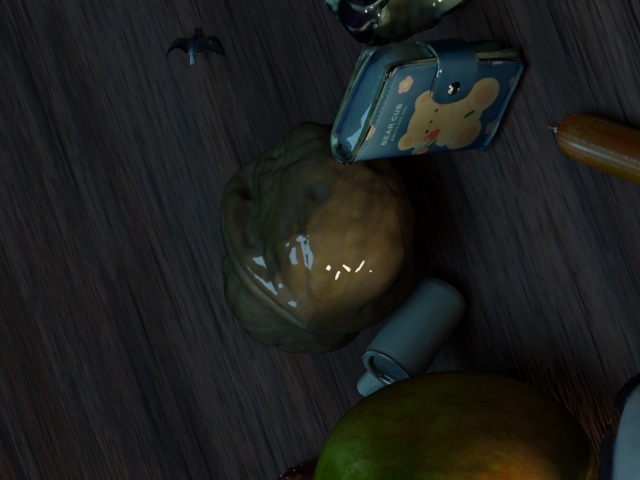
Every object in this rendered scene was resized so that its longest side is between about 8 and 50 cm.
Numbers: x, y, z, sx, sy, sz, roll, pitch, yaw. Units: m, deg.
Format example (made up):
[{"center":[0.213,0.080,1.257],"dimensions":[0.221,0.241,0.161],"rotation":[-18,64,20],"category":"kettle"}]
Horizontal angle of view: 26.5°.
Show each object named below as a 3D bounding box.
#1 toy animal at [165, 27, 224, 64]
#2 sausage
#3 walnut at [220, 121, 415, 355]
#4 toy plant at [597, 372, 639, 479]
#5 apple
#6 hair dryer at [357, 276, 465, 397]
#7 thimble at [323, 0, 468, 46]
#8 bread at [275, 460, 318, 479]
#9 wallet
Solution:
[{"center":[-0.169,-0.265,1.839],"dimensions":[0.084,0.050,0.028],"rotation":[-3,142,12],"category":"toy animal"},{"center":[0.366,-0.063,1.326],"dimensions":[0.347,0.053,0.053],"rotation":[25,122,39],"category":"sausage"},{"center":[-0.002,0.001,1.591],"dimensions":[0.273,0.227,0.273],"rotation":[-27,44,30],"category":"walnut"},{"center":[0.448,0.225,1.243],"dimensions":[0.332,0.247,0.247],"rotation":[-9,98,41],"category":"toy plant"},{"center":[0.149,0.312,1.479],"dimensions":[0.339,0.339,0.340],"rotation":[19,118,41],"category":"apple"},{"center":[0.097,0.144,1.669],"dimensions":[0.073,0.131,0.236],"rotation":[35,153,6],"category":"hair dryer"},{"center":[0.094,-0.321,1.403],"dimensions":[0.150,0.237,0.237],"rotation":[54,136,13],"category":"thimble"},{"center":[-0.009,0.386,1.880],"dimensions":[0.160,0.073,0.161],"rotation":[20,119,42],"category":"bread"},{"center":[0.116,-0.152,1.450],"dimensions":[0.059,0.202,0.141],"rotation":[52,134,35],"category":"wallet"}]
